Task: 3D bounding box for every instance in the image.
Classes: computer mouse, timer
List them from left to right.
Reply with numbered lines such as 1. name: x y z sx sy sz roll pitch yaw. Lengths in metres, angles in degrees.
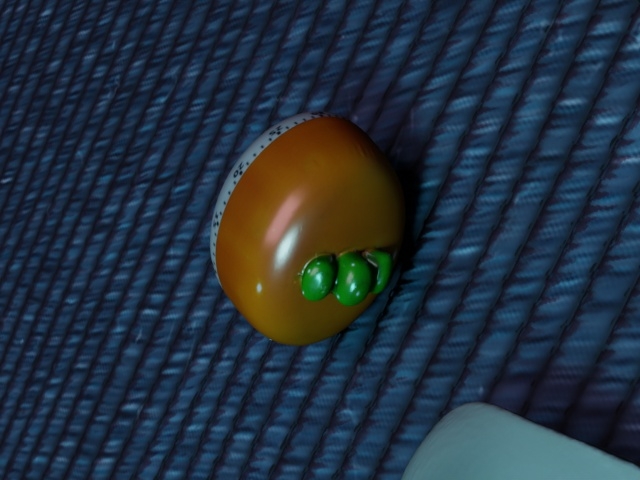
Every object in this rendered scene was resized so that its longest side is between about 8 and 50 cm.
1. timer: 0.000 0.000 1.101 0.136 0.099 0.136 -5 84 54
2. computer mouse: 0.103 0.150 0.879 0.231 0.079 0.128 18 92 56

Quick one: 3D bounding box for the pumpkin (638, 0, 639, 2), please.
1. pumpkin: 0.243 -0.177 0.727 0.317 0.139 0.222 -56 16 24
